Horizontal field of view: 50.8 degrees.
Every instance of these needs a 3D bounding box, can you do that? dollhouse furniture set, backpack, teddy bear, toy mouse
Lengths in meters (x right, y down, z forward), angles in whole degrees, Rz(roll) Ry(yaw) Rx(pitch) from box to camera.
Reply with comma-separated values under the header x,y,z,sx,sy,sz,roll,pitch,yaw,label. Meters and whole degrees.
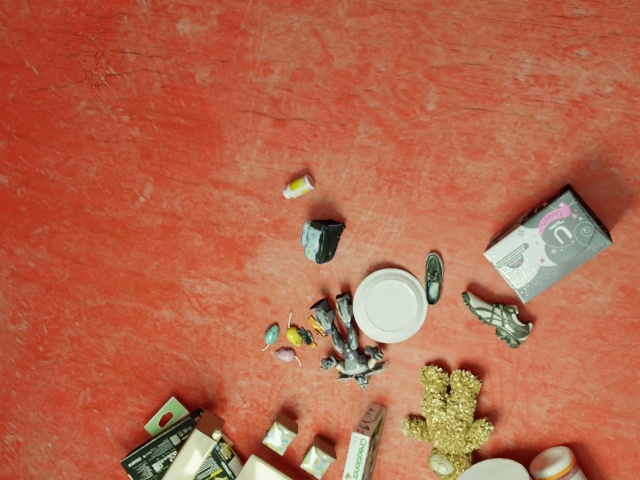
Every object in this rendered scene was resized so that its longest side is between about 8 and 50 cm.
x,y,z,sx,sy,sz,roll,pitch,yaw,label
-0.204,0.654,1.840,0.394,0.256,0.362,33,88,-1,dollhouse furniture set
0.000,0.000,1.811,0.084,0.105,0.114,25,110,36,backpack
0.338,0.494,1.792,0.245,0.113,0.337,19,106,17,teddy bear
-0.118,0.302,1.944,0.143,0.031,0.160,-19,99,26,toy mouse

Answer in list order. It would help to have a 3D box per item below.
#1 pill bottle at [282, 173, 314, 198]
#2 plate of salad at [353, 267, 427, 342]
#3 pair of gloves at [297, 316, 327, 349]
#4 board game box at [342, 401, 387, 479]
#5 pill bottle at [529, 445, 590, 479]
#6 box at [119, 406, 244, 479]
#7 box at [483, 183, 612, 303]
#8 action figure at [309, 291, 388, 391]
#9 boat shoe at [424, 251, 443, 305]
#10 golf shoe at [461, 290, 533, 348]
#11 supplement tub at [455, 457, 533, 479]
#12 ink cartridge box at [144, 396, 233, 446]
x,y,z,sx,sy,sz,roll,pitch,yaw,label
-0.060,-0.144,1.830,0.083,0.043,0.043,-25,92,22,pill bottle
0.186,0.173,1.801,0.200,0.048,0.199,0,91,-2,plate of salad
-0.023,0.263,1.920,0.074,0.010,0.083,45,114,4,pair of gloves
0.110,0.623,1.852,0.053,0.193,0.305,15,106,16,board game box
0.638,0.647,1.714,0.121,0.121,0.221,-32,90,22,pill bottle
-0.417,0.692,2.053,0.322,0.079,0.257,-36,92,21,box
0.537,0.005,1.604,0.247,0.142,0.163,-40,87,21,box
0.072,0.289,1.849,0.186,0.099,0.284,-20,98,15,action figure
0.295,0.102,1.761,0.049,0.040,0.142,1,102,19,boat shoe
0.449,0.183,1.717,0.198,0.077,0.094,41,97,2,golf shoe
0.483,0.745,1.694,0.241,0.241,0.331,-20,107,22,supplement tub
-0.411,0.609,2.101,0.235,0.056,0.171,45,111,6,ink cartridge box
